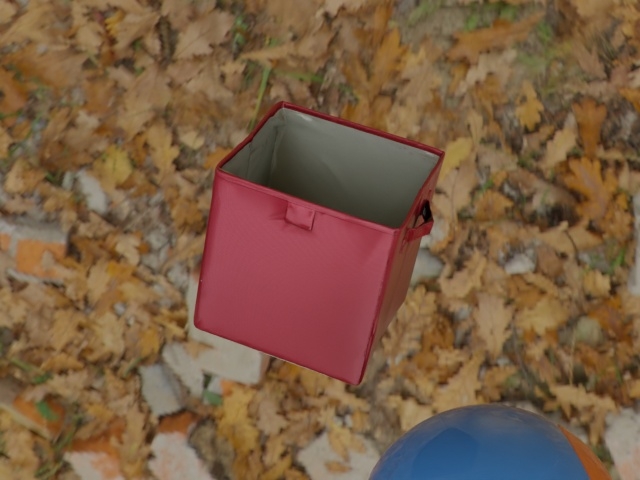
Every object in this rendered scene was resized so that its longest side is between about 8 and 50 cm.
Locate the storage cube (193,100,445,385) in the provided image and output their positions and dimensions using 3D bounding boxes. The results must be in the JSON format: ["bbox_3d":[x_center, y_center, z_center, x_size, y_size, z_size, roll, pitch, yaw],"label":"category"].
[{"bbox_3d":[0.000,0.000,1.164,0.214,0.184,0.193,19,123,10],"label":"storage cube"}]

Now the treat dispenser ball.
[{"bbox_3d":[0.177,0.317,1.190,0.288,0.288,0.288,3,115,6],"label":"treat dispenser ball"}]
